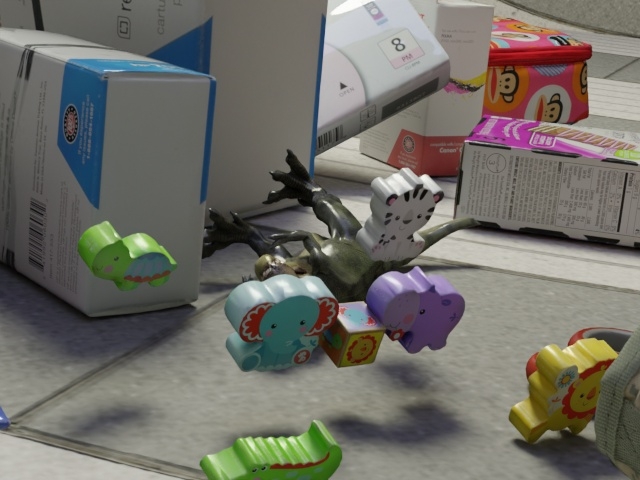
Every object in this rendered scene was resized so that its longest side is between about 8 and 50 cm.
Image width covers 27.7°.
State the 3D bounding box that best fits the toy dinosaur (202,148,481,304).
[{"bbox_3d":[0.000,0.000,0.820,0.118,0.064,0.268,28,23,19],"label":"toy dinosaur"}]

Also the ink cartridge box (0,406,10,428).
[{"bbox_3d":[-0.256,0.050,0.548,0.185,0.065,0.311,-3,15,-27],"label":"ink cartridge box"}]

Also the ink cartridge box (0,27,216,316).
[{"bbox_3d":[-0.152,-0.050,0.798,0.082,0.140,0.190,-4,18,-37],"label":"ink cartridge box"}]

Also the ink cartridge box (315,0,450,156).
[{"bbox_3d":[-0.025,-0.189,1.140,0.189,0.232,0.066,-29,-17,-10],"label":"ink cartridge box"}]

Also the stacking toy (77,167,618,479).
[{"bbox_3d":[0.013,0.035,0.617,0.221,0.052,0.167,-5,37,-34],"label":"stacking toy"}]

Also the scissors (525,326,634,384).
[{"bbox_3d":[0.256,0.090,0.664,0.297,0.021,0.109,12,14,20],"label":"scissors"}]

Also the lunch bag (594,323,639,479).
[{"bbox_3d":[0.280,0.066,0.482,0.287,0.169,0.235,-13,26,-31],"label":"lunch bag"}]

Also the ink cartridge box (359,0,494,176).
[{"bbox_3d":[0.099,-0.168,1.214,0.067,0.198,0.115,-3,18,-29],"label":"ink cartridge box"}]

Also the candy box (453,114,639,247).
[{"bbox_3d":[0.235,-0.047,1.055,0.233,0.071,0.159,9,15,11],"label":"candy box"}]

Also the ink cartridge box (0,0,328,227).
[{"bbox_3d":[-0.199,-0.193,1.037,0.394,0.286,0.166,14,18,31],"label":"ink cartridge box"}]

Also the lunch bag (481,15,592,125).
[{"bbox_3d":[0.135,-0.189,1.483,0.258,0.120,0.293,-8,18,-30],"label":"lunch bag"}]
